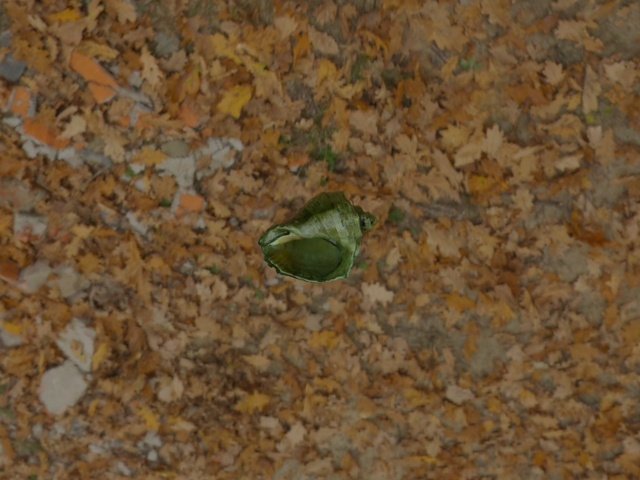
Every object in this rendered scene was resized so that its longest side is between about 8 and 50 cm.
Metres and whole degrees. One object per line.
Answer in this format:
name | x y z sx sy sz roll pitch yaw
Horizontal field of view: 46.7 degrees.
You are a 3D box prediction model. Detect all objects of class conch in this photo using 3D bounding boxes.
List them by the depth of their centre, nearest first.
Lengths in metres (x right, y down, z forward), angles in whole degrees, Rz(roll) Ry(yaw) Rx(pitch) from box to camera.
conch | 0.000 0.000 0.726 0.121 0.089 0.074 -17 162 -2
